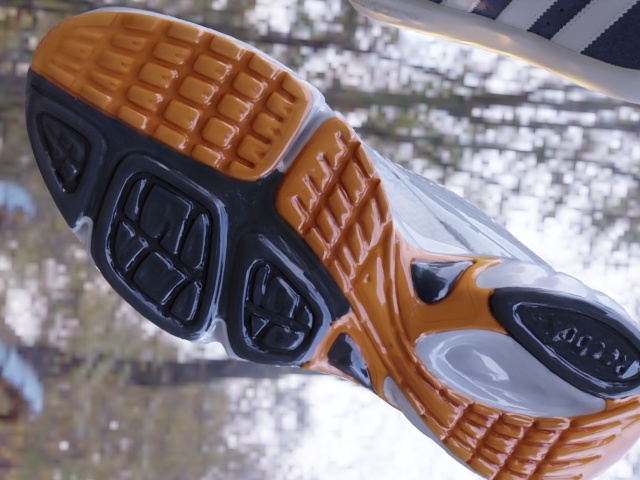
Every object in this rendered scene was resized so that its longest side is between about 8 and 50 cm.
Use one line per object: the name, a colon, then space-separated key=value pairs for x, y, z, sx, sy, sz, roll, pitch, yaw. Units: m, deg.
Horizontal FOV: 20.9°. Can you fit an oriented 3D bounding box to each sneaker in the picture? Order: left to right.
sneaker: x=0.000 y=0.000 z=0.652 sx=0.099 sy=0.262 sz=0.121 roll=-53 pitch=-160 yaw=6
sneaker: x=0.139 y=-0.178 z=0.945 sx=0.131 sy=0.350 sz=0.148 roll=-52 pitch=140 yaw=-32
